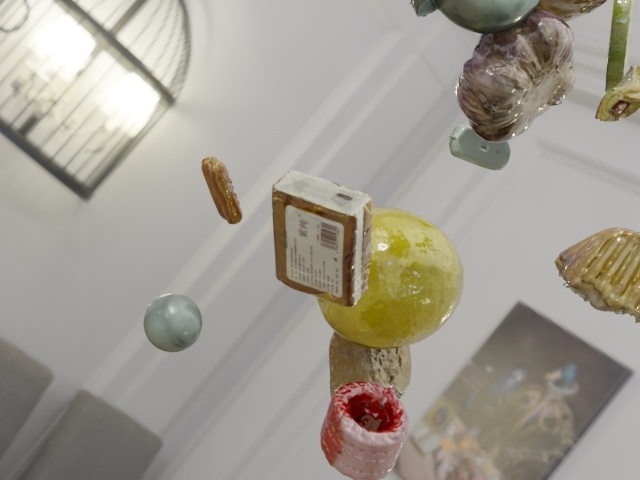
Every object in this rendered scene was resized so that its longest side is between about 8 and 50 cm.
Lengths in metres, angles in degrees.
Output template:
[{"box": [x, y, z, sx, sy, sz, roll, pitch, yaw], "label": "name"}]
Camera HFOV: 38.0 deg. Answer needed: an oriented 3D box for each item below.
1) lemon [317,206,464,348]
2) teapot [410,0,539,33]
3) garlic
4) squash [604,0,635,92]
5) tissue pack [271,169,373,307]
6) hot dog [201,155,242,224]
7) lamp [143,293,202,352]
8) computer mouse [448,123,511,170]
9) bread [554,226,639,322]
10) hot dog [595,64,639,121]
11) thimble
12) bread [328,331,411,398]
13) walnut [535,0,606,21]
[{"box": [0.151, 0.085, 2.110, 0.348, 0.348, 0.348, 39, -5, 4], "label": "lemon"}, {"box": [0.268, -0.430, 1.486, 0.193, 0.294, 0.129, 60, -21, 6], "label": "teapot"}, {"box": [0.334, -0.297, 1.622, 0.160, 0.245, 0.245, 51, 2, 31], "label": "garlic"}, {"box": [0.642, -0.440, 1.987, 0.048, 0.252, 0.252, 7, -16, 16], "label": "squash"}, {"box": [0.000, 0.000, 1.724, 0.183, 0.092, 0.226, 21, -45, 25], "label": "tissue pack"}, {"box": [-0.207, -0.103, 1.981, 0.071, 0.045, 0.165, 31, -32, 48], "label": "hot dog"}, {"box": [-0.256, 0.143, 1.617, 0.105, 0.105, 0.105, 39, -5, 4], "label": "lamp"}, {"box": [0.379, -0.228, 2.271, 0.181, 0.089, 0.056, 15, -6, -25], "label": "computer mouse"}, {"box": [0.521, 0.062, 1.523, 0.274, 0.149, 0.274, 24, 5, -2], "label": "bread"}, {"box": [0.607, -0.286, 1.826, 0.061, 0.169, 0.078, 28, -24, 35], "label": "hot dog"}, {"box": [0.086, 0.380, 1.860, 0.163, 0.125, 0.190, 15, 27, -3], "label": "thimble"}, {"box": [0.129, 0.318, 2.341, 0.176, 0.247, 0.195, 14, -29, -30], "label": "bread"}, {"box": [0.427, -0.599, 1.695, 0.383, 0.384, 0.383, 39, -5, 4], "label": "walnut"}]
